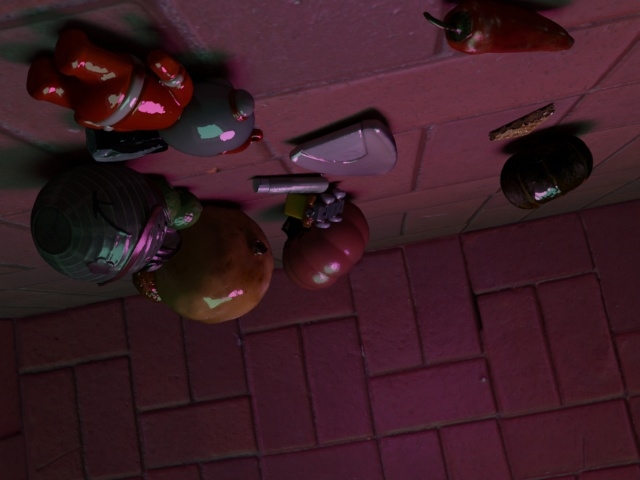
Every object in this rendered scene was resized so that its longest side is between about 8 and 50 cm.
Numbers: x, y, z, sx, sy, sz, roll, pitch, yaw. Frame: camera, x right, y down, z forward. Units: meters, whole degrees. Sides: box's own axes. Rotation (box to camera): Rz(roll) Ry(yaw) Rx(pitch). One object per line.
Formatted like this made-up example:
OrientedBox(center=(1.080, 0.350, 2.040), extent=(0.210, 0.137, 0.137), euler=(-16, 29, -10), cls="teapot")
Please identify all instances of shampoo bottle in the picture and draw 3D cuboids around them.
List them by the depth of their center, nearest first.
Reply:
OrientedBox(center=(-0.076, -0.137, 1.394), extent=(0.191, 0.041, 0.069), euler=(-4, -178, -32), cls="shampoo bottle")

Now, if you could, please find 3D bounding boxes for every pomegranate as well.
OrientedBox(center=(-0.289, 0.061, 1.539), extent=(0.332, 0.332, 0.332), euler=(-10, 171, -2), cls="pomegranate")

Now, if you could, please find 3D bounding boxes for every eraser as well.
OrientedBox(center=(0.080, -0.187, 1.187), extent=(0.204, 0.059, 0.243), euler=(-15, 167, 29), cls="eraser")

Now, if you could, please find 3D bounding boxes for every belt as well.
OrientedBox(center=(-0.299, -0.166, 0.891), extent=(0.140, 0.058, 0.105), euler=(-13, 178, -2), cls="belt")

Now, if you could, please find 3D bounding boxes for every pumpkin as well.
OrientedBox(center=(0.575, -0.183, 1.457), extent=(0.238, 0.159, 0.238), euler=(-31, 176, -2), cls="pumpkin")

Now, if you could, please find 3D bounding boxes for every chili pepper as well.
OrientedBox(center=(0.234, -0.277, 0.740), extent=(0.272, 0.071, 0.063), euler=(-8, 176, -32), cls="chili pepper")

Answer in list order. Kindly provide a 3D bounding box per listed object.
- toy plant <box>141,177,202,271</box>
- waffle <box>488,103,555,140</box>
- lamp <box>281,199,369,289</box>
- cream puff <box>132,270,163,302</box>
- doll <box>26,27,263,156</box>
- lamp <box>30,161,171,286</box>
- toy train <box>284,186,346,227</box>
OrientedBox(center=(-0.383, -0.045, 1.287), extent=(0.235, 0.175, 0.218), euler=(-42, 169, 16), cls="toy plant")
OrientedBox(center=(0.447, -0.260, 1.260), extent=(0.097, 0.023, 0.152), euler=(-10, 173, -5), cls="waffle")
OrientedBox(center=(0.000, 0.000, 1.714), extent=(0.305, 0.239, 0.305), euler=(-48, -168, 14), cls="lamp")
OrientedBox(center=(-0.520, 0.124, 2.021), extent=(0.303, 0.212, 0.303), euler=(-6, 175, -1), cls="cream puff")
OrientedBox(center=(-0.203, -0.185, 0.768), extent=(0.200, 0.105, 0.336), euler=(-19, 160, 39), cls="doll")
OrientedBox(center=(-0.406, -0.036, 1.064), extent=(0.265, 0.233, 0.233), euler=(-38, 157, 32), cls="lamp")
OrientedBox(center=(-0.011, -0.097, 1.519), extent=(0.127, 0.089, 0.219), euler=(18, -161, 20), cls="toy train")
